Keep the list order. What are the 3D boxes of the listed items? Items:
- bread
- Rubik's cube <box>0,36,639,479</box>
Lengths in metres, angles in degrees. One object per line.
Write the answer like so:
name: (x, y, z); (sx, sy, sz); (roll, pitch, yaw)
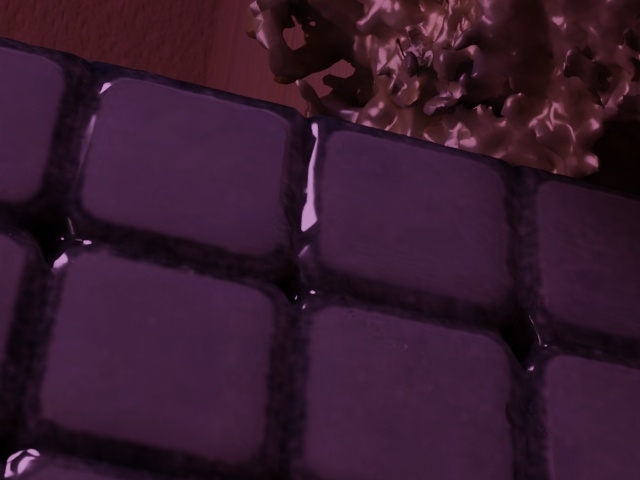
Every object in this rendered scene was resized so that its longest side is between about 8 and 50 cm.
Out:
bread: (0.079, -0.133, 0.641); (0.149, 0.274, 0.274); (-32, -19, -34)
Rubik's cube: (-0.058, 0.172, 0.579); (0.337, 0.344, 0.344); (114, 165, -47)
